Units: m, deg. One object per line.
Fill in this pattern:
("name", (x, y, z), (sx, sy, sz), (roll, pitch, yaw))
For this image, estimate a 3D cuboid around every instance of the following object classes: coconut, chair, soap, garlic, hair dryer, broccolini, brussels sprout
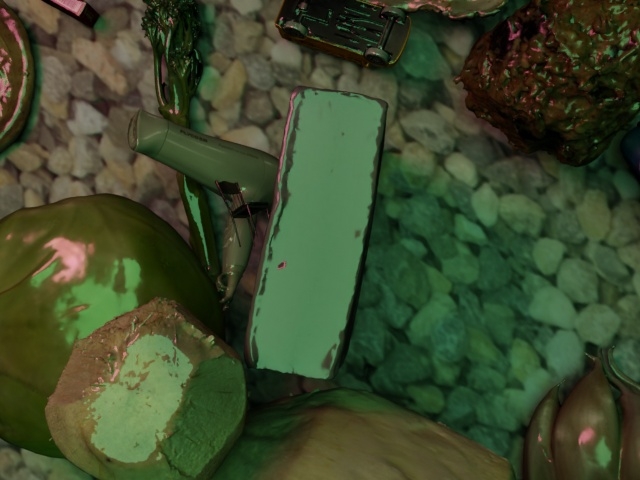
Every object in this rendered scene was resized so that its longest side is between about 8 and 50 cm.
("coconut", (0.045, 0.362, 0.905), (0.415, 0.415, 0.344), (31, 65, 5))
("chair", (-0.083, -0.038, 0.962), (0.042, 0.037, 0.086), (-33, 71, 35))
("soap", (0.000, 0.000, 0.956), (0.107, 0.296, 0.285), (11, 89, 5))
("garlic", (0.361, 0.280, 1.006), (0.237, 0.210, 0.292), (17, 93, 39))
("coconut", (-0.156, 0.151, 0.804), (0.194, 0.194, 0.194), (0, 87, 4))
("hair dryer", (-0.127, -0.028, 0.987), (0.206, 0.075, 0.237), (20, 48, -31))
("broccolini", (-0.161, -0.133, 1.083), (0.079, 0.074, 0.392), (-13, 86, 3))
("brussels sprout", (-0.264, 0.105, 0.994), (0.328, 0.247, 0.328), (0, 90, 17))

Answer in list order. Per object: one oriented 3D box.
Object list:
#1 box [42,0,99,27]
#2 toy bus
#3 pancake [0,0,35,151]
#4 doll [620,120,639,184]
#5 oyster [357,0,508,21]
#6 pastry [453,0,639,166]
("box", (-0.334, -0.311, 1.117), (0.082, 0.051, 0.023), (29, 88, 5))
("toy bus", (0.030, -0.264, 1.078), (0.162, 0.074, 0.069), (20, 81, 7))
("pancake", (-0.491, -0.212, 1.133), (0.250, 0.031, 0.250), (0, 86, 3))
("doll", (0.507, -0.131, 0.963), (0.310, 0.240, 0.284), (-33, 126, 15))
("oyster", (0.082, -0.353, 1.062), (0.345, 0.078, 0.129), (13, 113, 17))
("pastry", (0.297, -0.190, 0.967), (0.275, 0.275, 0.193), (-25, 89, 2))
